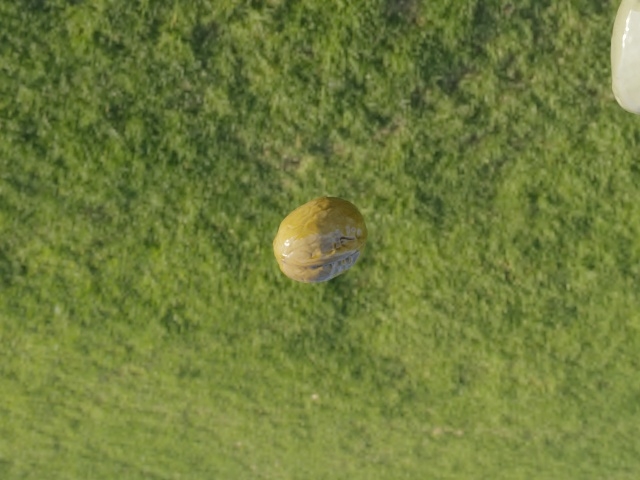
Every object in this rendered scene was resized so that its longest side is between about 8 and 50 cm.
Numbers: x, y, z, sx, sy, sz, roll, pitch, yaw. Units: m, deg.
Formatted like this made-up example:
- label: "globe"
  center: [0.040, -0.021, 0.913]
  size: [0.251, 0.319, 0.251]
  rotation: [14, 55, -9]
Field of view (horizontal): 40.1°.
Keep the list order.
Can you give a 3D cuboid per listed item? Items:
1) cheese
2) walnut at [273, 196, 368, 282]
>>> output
- label: "cheese"
  center: [0.472, -0.301, 1.183]
  size: [0.251, 0.173, 0.248]
  rotation: [42, 115, -5]
- label: "walnut"
  center: [0.000, 0.000, 1.707]
  size: [0.206, 0.159, 0.159]
  rotation: [-25, 175, -37]
